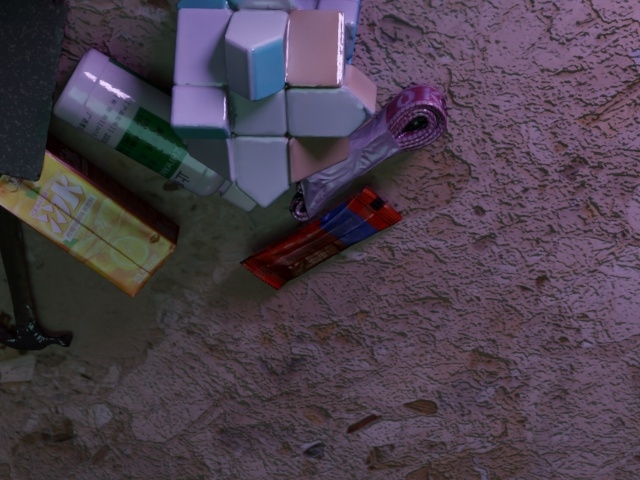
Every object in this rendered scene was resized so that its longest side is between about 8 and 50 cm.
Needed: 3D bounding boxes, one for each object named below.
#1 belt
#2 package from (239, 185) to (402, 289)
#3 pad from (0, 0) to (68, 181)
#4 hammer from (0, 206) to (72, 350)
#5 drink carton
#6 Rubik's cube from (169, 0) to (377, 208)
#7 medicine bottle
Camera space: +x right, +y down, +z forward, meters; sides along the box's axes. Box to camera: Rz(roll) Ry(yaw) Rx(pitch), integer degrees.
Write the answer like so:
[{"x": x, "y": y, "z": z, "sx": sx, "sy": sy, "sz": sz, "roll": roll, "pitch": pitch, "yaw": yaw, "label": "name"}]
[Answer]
[{"x": 0.049, "y": -0.106, "z": 1.460, "sx": 0.232, "sy": 0.053, "sz": 0.071, "roll": -34, "pitch": 117, "yaw": 24, "label": "belt"}, {"x": 0.000, "y": 0.000, "z": 1.543, "sx": 0.200, "sy": 0.022, "sz": 0.083, "roll": -30, "pitch": 140, "yaw": 23, "label": "package"}, {"x": -0.468, "y": -0.206, "z": 1.426, "sx": 0.330, "sy": 0.004, "sz": 0.220, "roll": 13, "pitch": 103, "yaw": -2, "label": "pad"}, {"x": -0.401, "y": 0.025, "z": 1.614, "sx": 0.125, "sy": 0.027, "sz": 0.297, "roll": 0, "pitch": 125, "yaw": 0, "label": "hammer"}, {"x": -0.289, "y": -0.035, "z": 1.521, "sx": 0.223, "sy": 0.071, "sz": 0.096, "roll": 37, "pitch": 105, "yaw": -17, "label": "drink carton"}, {"x": -0.049, "y": -0.181, "z": 1.320, "sx": 0.224, "sy": 0.213, "sz": 0.265, "roll": 8, "pitch": 124, "yaw": 1, "label": "Rubik's cube"}, {"x": -0.179, "y": -0.124, "z": 1.446, "sx": 0.260, "sy": 0.095, "sz": 0.095, "roll": 28, "pitch": 123, "yaw": -13, "label": "medicine bottle"}]
